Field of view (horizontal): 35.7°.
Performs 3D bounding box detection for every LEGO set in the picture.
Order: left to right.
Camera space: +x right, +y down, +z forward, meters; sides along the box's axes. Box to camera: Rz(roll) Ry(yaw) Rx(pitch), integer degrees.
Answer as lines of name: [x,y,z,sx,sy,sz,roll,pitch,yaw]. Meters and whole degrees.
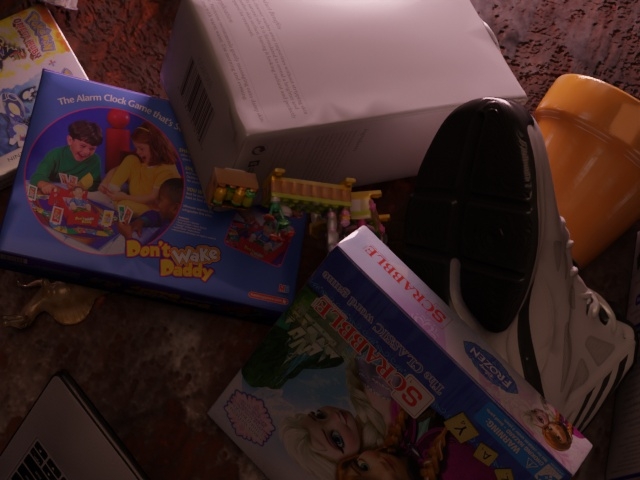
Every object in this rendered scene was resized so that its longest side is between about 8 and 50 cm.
LEGO set: [0.000,0.000,1.106,0.132,0.287,0.107,-12,69,31]

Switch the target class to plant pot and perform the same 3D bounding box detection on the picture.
plant pot: [0.329,-0.072,1.247,0.205,0.205,0.188,36,88,7]

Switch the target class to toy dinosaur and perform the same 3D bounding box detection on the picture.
toy dinosaur: [-0.302,0.055,1.220,0.183,0.053,0.092,-17,88,-11]

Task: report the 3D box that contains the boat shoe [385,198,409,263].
boat shoe: [0.125,0.085,1.219,0.110,0.122,0.341,31,73,-35]

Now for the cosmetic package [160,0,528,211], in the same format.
cosmetic package: [0.027,-0.186,1.201,0.385,0.156,0.217,-9,63,-28]

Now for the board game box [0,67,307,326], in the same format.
board game box: [-0.190,-0.048,1.205,0.347,0.078,0.233,14,70,-13]

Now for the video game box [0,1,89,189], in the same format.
video game box: [-0.393,-0.184,1.283,0.187,0.048,0.205,-28,77,-16]

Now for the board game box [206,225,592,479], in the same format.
board game box: [0.065,0.201,1.068,0.319,0.318,0.066,44,38,10]

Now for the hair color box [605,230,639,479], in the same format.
hair color box: [0.441,0.125,1.186,0.110,0.185,0.338,13,72,-1]

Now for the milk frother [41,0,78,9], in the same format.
milk frother: [-0.324,-0.380,1.331,0.143,0.129,0.134,12,105,-29]

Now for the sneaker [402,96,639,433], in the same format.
sneaker: [0.241,0.046,1.143,0.257,0.169,0.447,-18,112,-41]

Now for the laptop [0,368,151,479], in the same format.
laptop: [-0.300,0.419,1.001,0.382,0.408,0.236,49,41,10]
